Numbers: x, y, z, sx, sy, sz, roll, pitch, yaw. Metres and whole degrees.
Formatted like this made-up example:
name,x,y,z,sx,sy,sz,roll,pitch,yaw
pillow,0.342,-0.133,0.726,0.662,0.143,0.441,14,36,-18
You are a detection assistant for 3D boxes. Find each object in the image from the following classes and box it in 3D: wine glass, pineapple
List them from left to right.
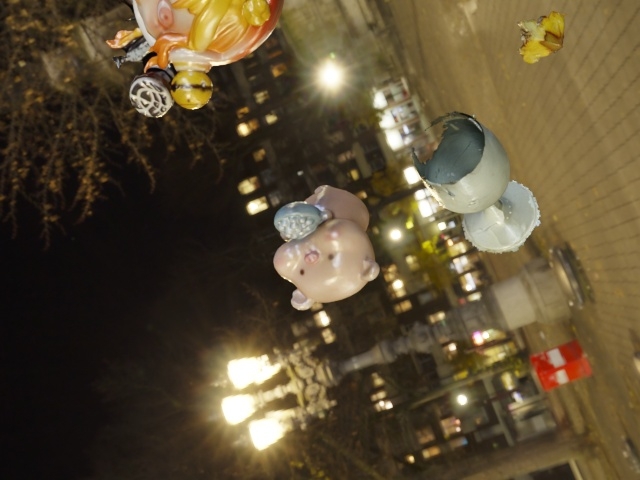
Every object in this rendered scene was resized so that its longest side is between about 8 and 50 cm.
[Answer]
name,x,y,z,sx,sy,sz,roll,pitch,yaw
wine glass,0.255,-0.089,1.170,0.321,0.143,0.143,38,-150,-56
pineapple,0.425,-0.397,1.414,0.114,0.114,0.077,8,-139,-37

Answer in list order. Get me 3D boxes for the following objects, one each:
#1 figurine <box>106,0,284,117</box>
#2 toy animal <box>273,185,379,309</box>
name,x,y,z,sx,sy,sz,roll,pitch,yaw
figurine,-0.176,-0.349,1.048,0.196,0.323,0.319,-8,-97,-43
toy animal,0.013,0.009,1.534,0.229,0.210,0.221,58,-155,-1
